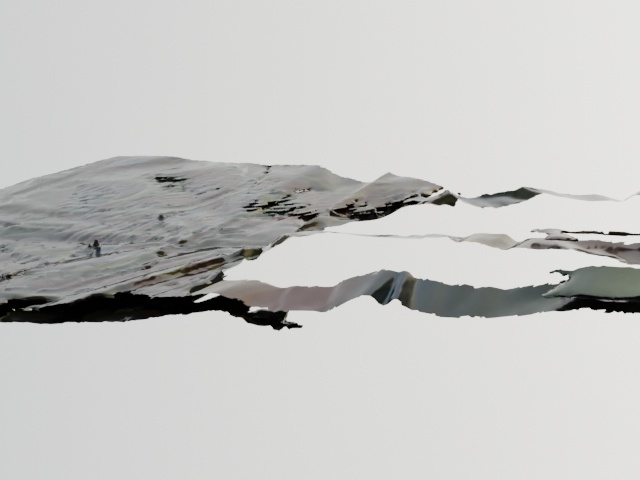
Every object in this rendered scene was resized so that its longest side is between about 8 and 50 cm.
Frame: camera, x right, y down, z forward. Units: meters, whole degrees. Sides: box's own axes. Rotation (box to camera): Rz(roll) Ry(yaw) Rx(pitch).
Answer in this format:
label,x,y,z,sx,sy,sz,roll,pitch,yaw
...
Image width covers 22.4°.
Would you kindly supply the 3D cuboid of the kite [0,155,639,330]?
label,x,y,z,sx,sy,sz,roll,pitch,yaw
kite,0.000,0.000,0.355,0.152,0.285,0.015,-26,-70,-49
